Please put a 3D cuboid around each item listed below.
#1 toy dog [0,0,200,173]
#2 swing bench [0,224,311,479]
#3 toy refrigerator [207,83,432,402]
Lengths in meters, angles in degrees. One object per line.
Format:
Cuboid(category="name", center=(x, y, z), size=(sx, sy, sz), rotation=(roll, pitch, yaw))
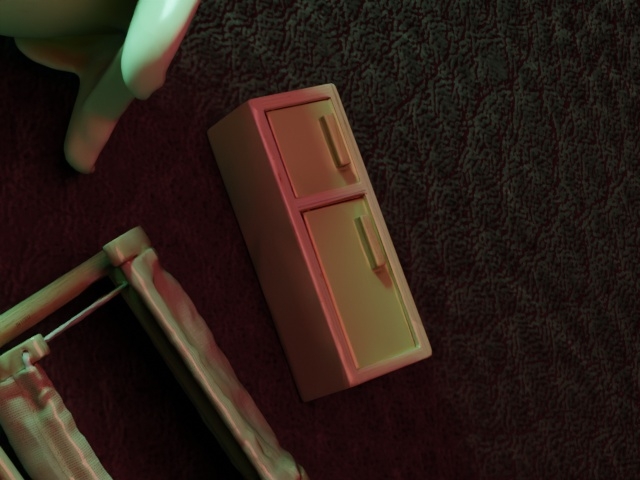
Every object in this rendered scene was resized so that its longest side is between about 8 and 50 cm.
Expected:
Cuboid(category="toy dog", center=(-0.274, -0.298, 0.932), size=(0.407, 0.284, 0.395), rotation=(25, 77, -17))
Cuboid(category="swing bench", center=(-0.153, 0.149, 0.944), size=(0.254, 0.165, 0.253), rotation=(-37, 96, -36))
Cuboid(category="toy refrigerator", center=(0.000, 0.000, 1.138), size=(0.102, 0.094, 0.270), rotation=(-15, 83, -36))
